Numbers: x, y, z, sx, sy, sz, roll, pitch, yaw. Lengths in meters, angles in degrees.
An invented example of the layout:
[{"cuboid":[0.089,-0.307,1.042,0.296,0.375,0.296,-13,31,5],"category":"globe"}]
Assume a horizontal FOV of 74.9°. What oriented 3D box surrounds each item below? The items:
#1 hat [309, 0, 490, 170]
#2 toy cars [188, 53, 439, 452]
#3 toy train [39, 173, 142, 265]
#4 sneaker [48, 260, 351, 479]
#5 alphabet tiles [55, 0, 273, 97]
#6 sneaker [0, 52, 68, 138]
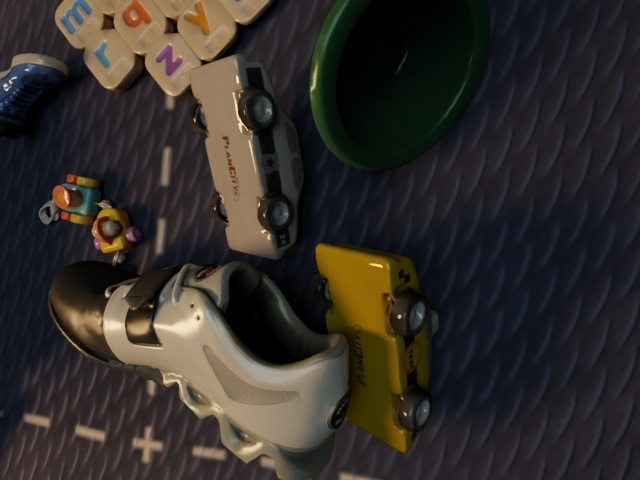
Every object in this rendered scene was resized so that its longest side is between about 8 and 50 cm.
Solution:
[{"cuboid":[0.041,-0.195,0.411,0.208,0.173,0.183,-47,44,5],"category":"hat"},{"cuboid":[0.000,0.000,0.399,0.393,0.087,0.176,55,139,11],"category":"toy cars"},{"cuboid":[-0.290,-0.003,0.504,0.125,0.046,0.166,-40,80,12],"category":"toy train"},{"cuboid":[-0.116,0.065,0.394,0.331,0.122,0.146,23,115,16],"category":"sneaker"},{"cuboid":[-0.188,-0.317,0.490,0.284,0.021,0.278,-41,80,12],"category":"alphabet tiles"},{"cuboid":[-0.375,-0.171,0.521,0.152,0.058,0.084,-6,82,20],"category":"sneaker"}]
